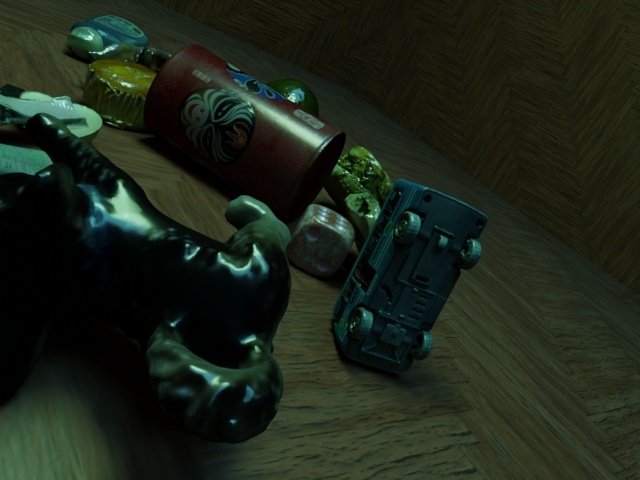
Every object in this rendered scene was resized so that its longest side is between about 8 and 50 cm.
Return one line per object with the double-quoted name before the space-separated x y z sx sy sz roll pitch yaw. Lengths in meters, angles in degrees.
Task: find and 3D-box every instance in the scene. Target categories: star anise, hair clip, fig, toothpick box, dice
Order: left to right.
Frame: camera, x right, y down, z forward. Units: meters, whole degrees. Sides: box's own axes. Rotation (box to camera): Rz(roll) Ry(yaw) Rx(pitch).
"hair clip" -0.412 -0.178 0.797 0.159 0.071 0.218 46 21 12
"star anise" -0.410 -0.386 1.216 0.199 0.110 0.257 4 9 -19
"toothpick box" -0.143 -0.206 1.038 0.333 0.204 0.204 33 21 7
"fig" -0.117 -0.290 1.307 0.195 0.195 0.245 38 45 22
"dice" 0.000 0.000 0.902 0.094 0.091 0.093 27 20 -6

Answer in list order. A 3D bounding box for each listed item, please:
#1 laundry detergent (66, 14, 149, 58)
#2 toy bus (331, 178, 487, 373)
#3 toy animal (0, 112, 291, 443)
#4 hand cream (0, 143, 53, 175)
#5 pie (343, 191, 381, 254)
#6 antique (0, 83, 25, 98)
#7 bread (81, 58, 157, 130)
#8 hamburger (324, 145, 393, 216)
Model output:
"laundry detergent" -0.549 -0.506 1.371 0.143 0.094 0.289 32 23 -12
"toy bus" 0.111 0.046 0.735 0.114 0.246 0.134 21 11 -20
"toy animal" -0.178 0.029 0.460 0.345 0.194 0.302 20 16 -10
"hand cream" -0.386 -0.094 0.682 0.174 0.047 0.076 3 49 -58
"pie" 0.093 0.007 0.948 0.052 0.184 0.218 -18 19 -4
"antique" -0.506 -0.213 0.836 0.031 0.015 0.192 21 22 -21
"bread" -0.371 -0.288 1.067 0.132 0.114 0.191 39 27 17
"hamburger" 0.095 -0.101 1.186 0.215 0.122 0.189 54 -3 -33
